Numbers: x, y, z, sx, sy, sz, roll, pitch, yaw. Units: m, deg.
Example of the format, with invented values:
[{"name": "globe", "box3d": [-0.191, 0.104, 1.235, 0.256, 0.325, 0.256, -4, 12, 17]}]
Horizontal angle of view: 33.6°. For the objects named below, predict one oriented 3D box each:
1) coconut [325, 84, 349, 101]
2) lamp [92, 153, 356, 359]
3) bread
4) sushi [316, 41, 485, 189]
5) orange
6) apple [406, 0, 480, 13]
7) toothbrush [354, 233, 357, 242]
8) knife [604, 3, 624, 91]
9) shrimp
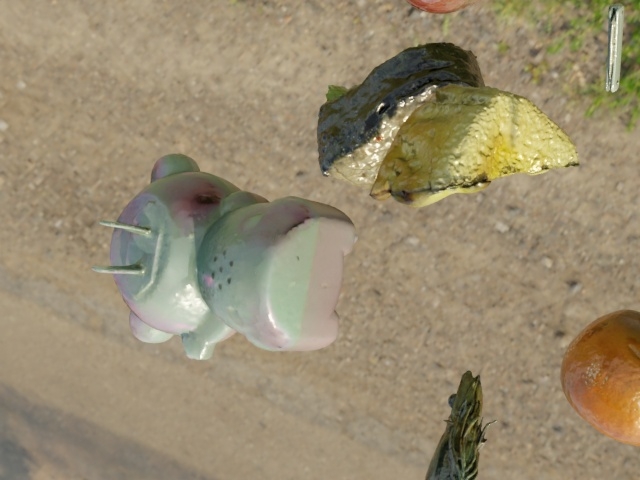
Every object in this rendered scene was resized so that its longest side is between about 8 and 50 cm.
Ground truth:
[{"name": "coconut", "box3d": [0.056, -0.281, 2.270, 0.133, 0.158, 0.055, 22, 133, -22]}, {"name": "lamp", "box3d": [-0.136, 0.026, 1.270, 0.301, 0.247, 0.247, 12, 96, 42]}, {"name": "bread", "box3d": [0.177, -0.125, 1.294, 0.174, 0.252, 0.133, 7, 108, 59]}, {"name": "sushi", "box3d": [0.150, -0.219, 1.955, 0.350, 0.171, 0.211, -26, 152, 26]}, {"name": "orange", "box3d": [0.458, 0.195, 1.520, 0.224, 0.224, 0.170, 24, 110, 21]}, {"name": "apple", "box3d": [0.112, -0.253, 0.812, 0.120, 0.153, 0.153, 60, 147, 6]}, {"name": "toothbrush", "box3d": [0.000, 0.000, 1.601, 0.025, 0.020, 0.286, 47, 166, -11]}, {"name": "knife", "box3d": [0.515, -0.336, 1.861, 0.023, 0.044, 0.162, 11, 125, 26]}, {"name": "shrimp", "box3d": [0.184, 0.294, 1.281, 0.058, 0.296, 0.169, 30, 155, -30]}]
